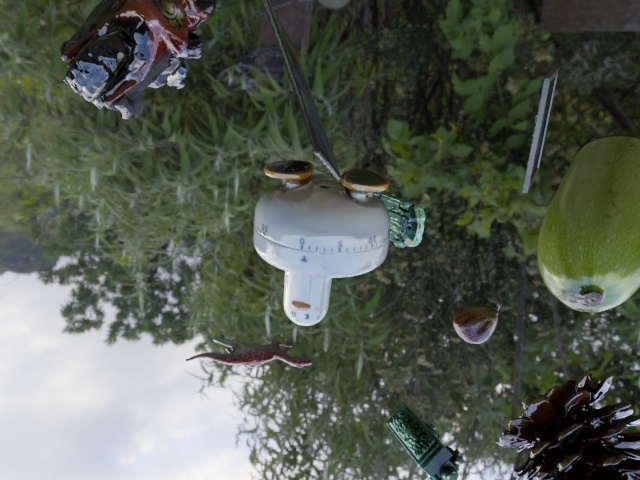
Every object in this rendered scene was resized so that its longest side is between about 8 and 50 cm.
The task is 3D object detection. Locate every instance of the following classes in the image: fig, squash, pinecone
[{"bbox_3d":[0.343,0.162,1.191,0.088,0.089,0.125,-3,153,-46],"label":"fig"},{"bbox_3d":[0.332,-0.012,0.678,0.132,0.133,0.247,12,-136,36],"label":"squash"},{"bbox_3d":[0.457,0.373,0.984,0.264,0.264,0.264,6,-172,-1],"label":"pinecone"}]

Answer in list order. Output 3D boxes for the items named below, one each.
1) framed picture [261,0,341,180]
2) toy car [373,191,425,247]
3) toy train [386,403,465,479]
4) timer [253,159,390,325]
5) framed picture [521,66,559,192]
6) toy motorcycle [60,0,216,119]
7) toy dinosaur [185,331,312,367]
[{"bbox_3d":[-0.035,-0.311,1.214,0.016,0.347,0.265,-20,170,8],"label":"framed picture"},{"bbox_3d":[0.142,-0.048,1.099,0.058,0.094,0.186,-2,-164,-25],"label":"toy car"},{"bbox_3d":[0.182,0.359,1.001,0.099,0.070,0.172,46,176,-18],"label":"toy train"},{"bbox_3d":[0.000,0.000,0.954,0.233,0.240,0.233,4,-159,-2],"label":"timer"},{"bbox_3d":[0.489,-0.248,1.263,0.016,0.250,0.184,13,-154,23],"label":"framed picture"},{"bbox_3d":[-0.241,-0.261,0.772,0.134,0.207,0.401,47,174,-17],"label":"toy motorcycle"},{"bbox_3d":[-0.153,0.238,1.172,0.167,0.053,0.242,21,-169,37],"label":"toy dinosaur"}]
